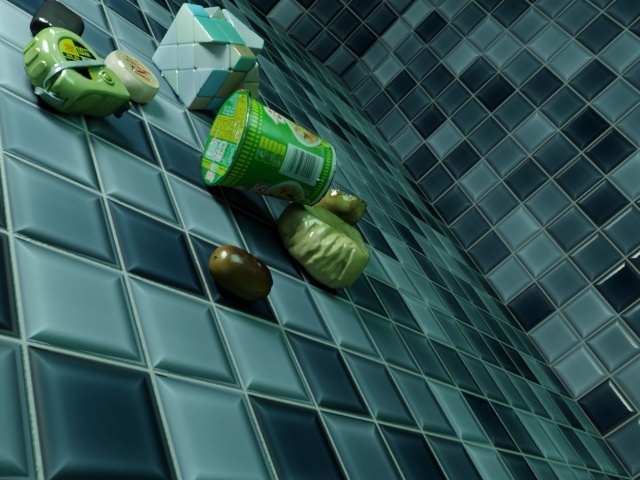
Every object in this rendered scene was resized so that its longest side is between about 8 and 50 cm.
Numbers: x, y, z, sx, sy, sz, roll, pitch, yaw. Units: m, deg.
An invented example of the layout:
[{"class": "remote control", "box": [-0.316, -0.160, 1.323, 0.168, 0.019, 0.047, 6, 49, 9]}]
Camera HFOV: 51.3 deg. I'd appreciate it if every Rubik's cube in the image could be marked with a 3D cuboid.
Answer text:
[{"class": "Rubik's cube", "box": [-0.270, -0.451, 1.653, 0.212, 0.224, 0.265, -16, 65, -53]}]

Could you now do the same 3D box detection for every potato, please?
[{"class": "potato", "box": [0.033, -0.067, 1.657, 0.164, 0.081, 0.200, 21, -8, -12]}]

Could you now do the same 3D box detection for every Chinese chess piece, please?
[{"class": "Chinese chess piece", "box": [-0.394, -0.341, 1.388, 0.122, 0.051, 0.122, 41, 18, -17]}]

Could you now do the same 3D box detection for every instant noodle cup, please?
[{"class": "instant noodle cup", "box": [-0.096, -0.175, 1.375, 0.232, 0.207, 0.207, 18, 30, -28]}]

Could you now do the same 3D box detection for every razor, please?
[{"class": "razor", "box": [-0.506, -0.416, 1.285, 0.090, 0.054, 0.148, 34, 21, -26]}]

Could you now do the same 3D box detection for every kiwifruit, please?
[{"class": "kiwifruit", "box": [-0.132, 0.055, 1.104, 0.124, 0.075, 0.075, 36, 20, -39]}]

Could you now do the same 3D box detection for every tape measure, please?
[{"class": "tape measure", "box": [-0.424, -0.281, 1.125, 0.154, 0.087, 0.177, 61, 20, 4]}]

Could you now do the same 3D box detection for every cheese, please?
[{"class": "cheese", "box": [0.000, 0.000, 1.478, 0.214, 0.117, 0.226, 34, 16, -25]}]
